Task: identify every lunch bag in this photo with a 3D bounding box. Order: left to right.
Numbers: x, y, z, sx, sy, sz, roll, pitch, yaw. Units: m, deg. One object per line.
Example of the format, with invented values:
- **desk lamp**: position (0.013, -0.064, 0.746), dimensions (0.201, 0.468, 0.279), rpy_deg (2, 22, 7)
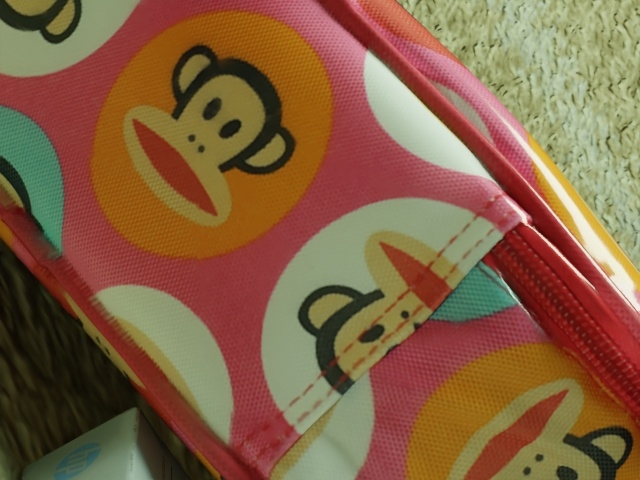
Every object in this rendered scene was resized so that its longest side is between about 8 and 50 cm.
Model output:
- **lunch bag**: position (0.000, 0.000, 0.477), dimensions (0.293, 0.120, 0.258), rpy_deg (48, 2, 23)

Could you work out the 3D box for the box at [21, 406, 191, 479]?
- **box**: position (-0.008, 0.147, 0.327), dimensions (0.186, 0.038, 0.145), rpy_deg (59, 8, -20)
